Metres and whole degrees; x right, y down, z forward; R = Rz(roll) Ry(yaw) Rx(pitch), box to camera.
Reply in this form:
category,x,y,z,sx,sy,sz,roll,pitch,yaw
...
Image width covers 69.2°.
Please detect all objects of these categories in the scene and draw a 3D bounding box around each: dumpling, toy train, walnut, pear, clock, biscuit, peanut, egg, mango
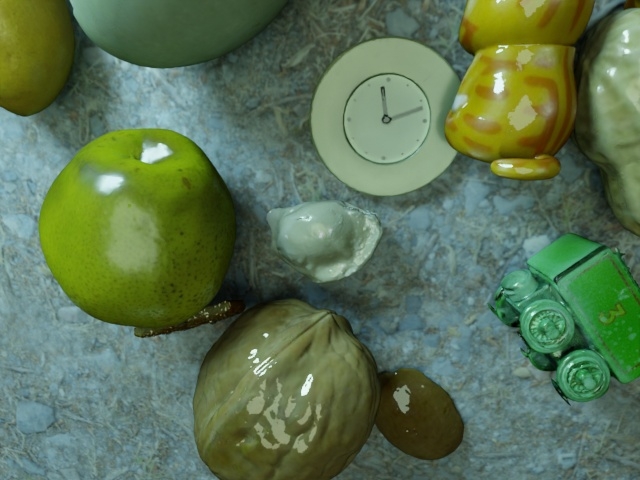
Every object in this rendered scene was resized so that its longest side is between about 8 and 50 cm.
category,x,y,z,sx,sy,sz,roll,pitch,yaw
dumpling,0.000,0.000,0.732,0.199,0.118,0.136,10,108,27
toy train,0.393,0.121,0.712,0.188,0.132,0.243,-35,100,8
walnut,-0.056,0.241,0.738,0.252,0.277,0.313,21,108,-33
pear,-0.259,-0.010,0.682,0.294,0.294,0.294,2,108,7
clock,0.100,-0.183,0.703,0.235,0.029,0.235,2,107,8
biscuit,-0.207,0.134,0.795,0.206,0.126,0.025,-18,79,23
peanut,0.422,-0.140,0.611,0.152,0.152,0.313,-25,107,14
egg,-0.164,-0.364,0.545,0.336,0.278,0.278,-38,100,14
mango,-0.477,-0.339,0.654,0.211,0.173,0.317,-23,110,14

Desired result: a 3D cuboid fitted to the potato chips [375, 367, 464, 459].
category,x,y,z,sx,sy,sz,roll,pitch,yaw
potato chips,0.172,0.324,0.847,0.150,0.049,0.202,-29,96,10

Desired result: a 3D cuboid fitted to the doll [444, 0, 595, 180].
category,x,y,z,sx,sy,sz,roll,pitch,yaw
doll,0.250,-0.221,0.591,0.166,0.162,0.270,-13,107,-30

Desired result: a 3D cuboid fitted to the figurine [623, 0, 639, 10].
category,x,y,z,sx,sy,sz,roll,pitch,yaw
figurine,0.440,-0.343,0.523,0.131,0.156,0.246,9,149,16
